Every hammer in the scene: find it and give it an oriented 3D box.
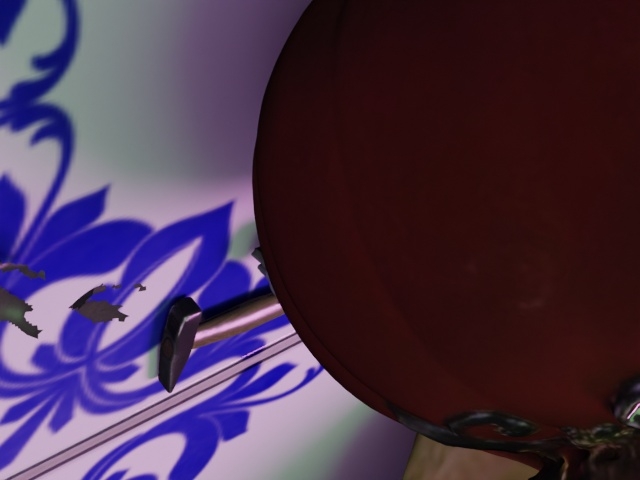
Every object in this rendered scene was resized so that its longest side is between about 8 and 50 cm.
[{"bbox_3d":[-0.003,0.028,0.691,0.198,0.013,0.062,-19,145,-37],"label":"hammer"}]

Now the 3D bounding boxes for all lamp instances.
[{"bbox_3d":[0.123,-0.029,0.501,0.303,0.257,0.303,-7,169,-1],"label":"lamp"}]

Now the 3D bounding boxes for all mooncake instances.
[{"bbox_3d":[-0.033,-0.085,0.442,0.347,0.057,0.150,-46,141,11],"label":"mooncake"}]

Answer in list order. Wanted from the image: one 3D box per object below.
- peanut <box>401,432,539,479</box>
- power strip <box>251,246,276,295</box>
[{"bbox_3d":[0.156,0.128,0.908,0.319,0.147,0.147,-52,154,-9],"label":"peanut"},{"bbox_3d":[0.000,0.000,0.645,0.083,0.035,0.055,-37,156,-42],"label":"power strip"}]
